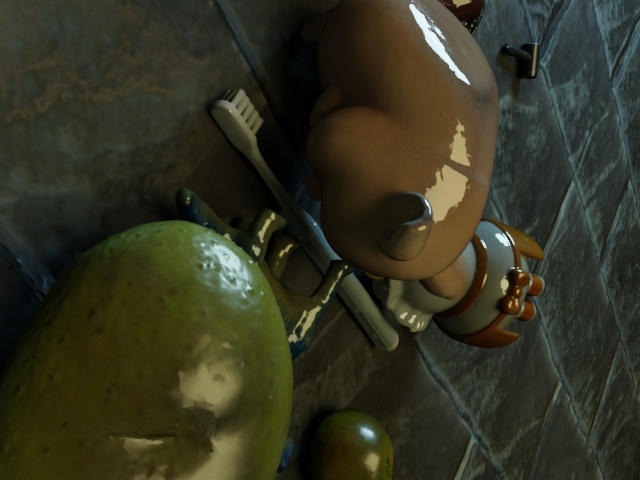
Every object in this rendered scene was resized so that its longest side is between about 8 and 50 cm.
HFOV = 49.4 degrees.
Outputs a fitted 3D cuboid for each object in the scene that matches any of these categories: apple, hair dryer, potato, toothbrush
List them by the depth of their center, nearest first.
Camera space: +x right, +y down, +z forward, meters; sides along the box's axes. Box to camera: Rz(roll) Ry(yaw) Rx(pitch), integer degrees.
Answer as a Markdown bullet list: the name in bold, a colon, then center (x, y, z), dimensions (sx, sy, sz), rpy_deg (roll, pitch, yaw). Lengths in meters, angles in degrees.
- **potato**: center (-0.104, 0.111, 0.407), dimensions (0.169, 0.143, 0.248), rpy_deg (18, 83, -31)
- **toothbrush**: center (-0.001, 0.002, 0.633), dimensions (0.342, 0.025, 0.030), rpy_deg (57, 50, -38)
- **apple**: center (0.030, 0.204, 0.659), dimensions (0.089, 0.075, 0.089), rpy_deg (0, 90, -73)
- **hair dryer**: center (0.272, -0.251, 0.948), dimensions (0.083, 0.026, 0.047), rpy_deg (3, 91, -49)

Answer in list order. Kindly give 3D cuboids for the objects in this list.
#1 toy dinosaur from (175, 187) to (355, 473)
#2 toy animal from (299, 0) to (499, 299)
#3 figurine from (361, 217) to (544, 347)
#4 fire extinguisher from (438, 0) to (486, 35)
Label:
- **toy dinosaur**: center (-0.060, 0.072, 0.531), dimensions (0.248, 0.075, 0.188), rpy_deg (39, 67, -54)
- **toy animal**: center (0.065, -0.086, 0.560), dimensions (0.166, 0.154, 0.250), rpy_deg (18, 65, -48)
- **figurine**: center (0.144, 0.036, 0.727), dimensions (0.271, 0.143, 0.143), rpy_deg (19, 80, -52)
- **fire extinguisher**: center (0.095, -0.317, 0.653), dimensions (0.142, 0.105, 0.341), rpy_deg (-18, 109, -34)
